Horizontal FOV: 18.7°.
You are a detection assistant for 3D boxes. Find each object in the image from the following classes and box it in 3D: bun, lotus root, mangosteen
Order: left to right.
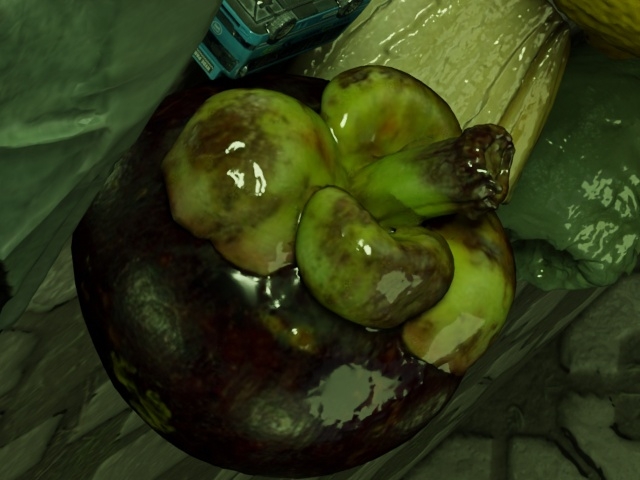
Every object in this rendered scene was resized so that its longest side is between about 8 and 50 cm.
[{"bbox_3d":[0.000,0.000,0.847,0.217,0.192,0.192,-40,171,39],"label":"mangosteen"},{"bbox_3d":[0.056,-0.093,0.985,0.159,0.095,0.135,32,104,-35],"label":"lotus root"},{"bbox_3d":[0.190,-0.042,1.401,0.204,0.126,0.212,-60,162,22],"label":"bun"}]

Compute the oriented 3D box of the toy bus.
[{"bbox_3d":[-0.019,-0.099,0.830,0.083,0.038,0.046,-28,164,-46],"label":"toy bus"}]

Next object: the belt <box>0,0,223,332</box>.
[{"bbox_3d":[-0.129,-0.033,0.441,0.184,0.164,0.289,-17,153,-43],"label":"belt"}]

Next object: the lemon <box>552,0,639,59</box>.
[{"bbox_3d":[0.181,-0.177,0.836,0.188,0.188,0.257,-26,156,-50],"label":"lemon"}]
